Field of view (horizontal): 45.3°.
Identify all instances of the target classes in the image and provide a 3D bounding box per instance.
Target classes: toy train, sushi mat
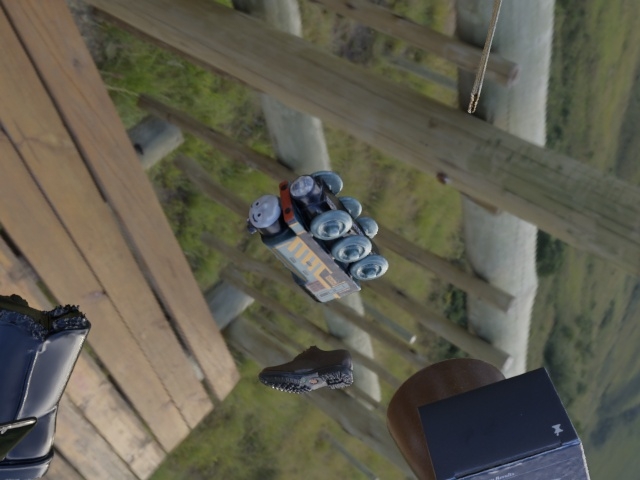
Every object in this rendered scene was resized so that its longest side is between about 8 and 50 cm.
[{"bbox_3d":[0.000,0.000,1.476,0.190,0.142,0.334,-24,143,15],"label":"toy train"},{"bbox_3d":[0.381,-0.455,1.733,0.151,0.019,0.316,52,52,-79],"label":"sushi mat"}]

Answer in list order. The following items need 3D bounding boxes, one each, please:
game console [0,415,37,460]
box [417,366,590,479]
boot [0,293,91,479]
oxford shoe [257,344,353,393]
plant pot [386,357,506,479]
[{"bbox_3d":[-0.276,0.147,0.521,0.122,0.107,0.071,30,72,-77],"label":"game console"},{"bbox_3d":[0.213,0.263,0.857,0.153,0.108,0.207,-18,126,6],"label":"box"},{"bbox_3d":[-0.383,0.155,0.816,0.247,0.094,0.207,7,104,-37],"label":"boot"},{"bbox_3d":[-0.033,0.292,1.757,0.082,0.227,0.096,66,22,-46],"label":"oxford shoe"},{"bbox_3d":[0.235,0.336,1.183,0.216,0.230,0.215,-5,120,-9],"label":"plant pot"}]
